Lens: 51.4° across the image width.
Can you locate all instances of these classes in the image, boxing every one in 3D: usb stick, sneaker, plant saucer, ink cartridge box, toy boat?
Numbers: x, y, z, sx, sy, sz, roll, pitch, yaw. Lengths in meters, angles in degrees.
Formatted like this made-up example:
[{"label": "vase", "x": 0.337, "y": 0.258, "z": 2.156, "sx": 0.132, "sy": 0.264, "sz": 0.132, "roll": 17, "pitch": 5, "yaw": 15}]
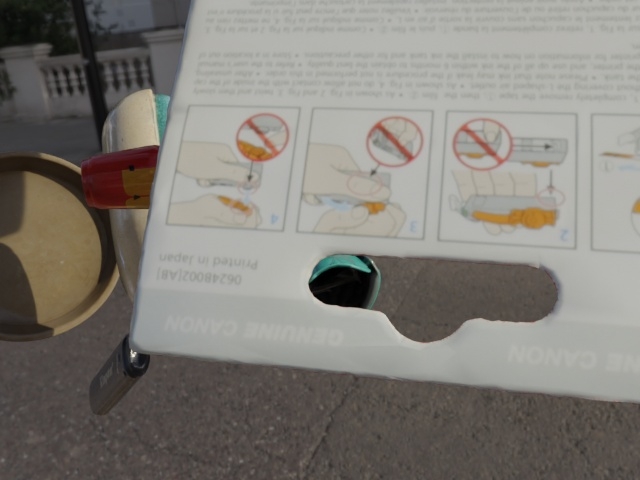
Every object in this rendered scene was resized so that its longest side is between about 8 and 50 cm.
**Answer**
[{"label": "usb stick", "x": -0.335, "y": 0.224, "z": 1.097, "sx": 0.045, "sy": 0.077, "sz": 0.278, "roll": 11, "pitch": -30, "yaw": -26}, {"label": "sneaker", "x": 0.000, "y": 0.000, "z": 0.911, "sx": 0.124, "sy": 0.295, "sz": 0.178, "roll": -17, "pitch": 11, "yaw": -4}, {"label": "plant saucer", "x": -0.429, "y": 0.008, "z": 0.966, "sx": 0.278, "sy": 0.277, "sz": 0.041, "roll": -16, "pitch": -3, "yaw": -26}, {"label": "ink cartridge box", "x": 0.076, "y": -0.105, "z": 0.398, "sx": 0.309, "sy": 0.384, "sz": 0.091, "roll": 3, "pitch": -17, "yaw": 11}, {"label": "toy boat", "x": -0.155, "y": -0.045, "z": 0.712, "sx": 0.148, "sy": 0.267, "sz": 0.318, "roll": -7, "pitch": -3, "yaw": -11}]
